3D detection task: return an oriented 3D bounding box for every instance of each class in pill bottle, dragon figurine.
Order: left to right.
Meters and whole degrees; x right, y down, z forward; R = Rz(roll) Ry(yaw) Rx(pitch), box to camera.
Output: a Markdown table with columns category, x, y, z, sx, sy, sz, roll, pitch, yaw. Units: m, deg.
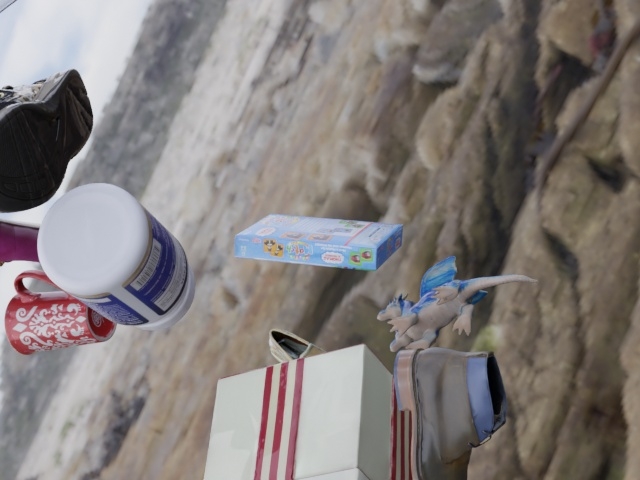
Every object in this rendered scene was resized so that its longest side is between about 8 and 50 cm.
| category | x | y | z | sx | sy | sz | roll | pitch | yaw |
| --- | --- | --- | --- | --- | --- | --- | --- | --- | --- |
| pill bottle | -0.271 | 0.034 | 1.707 | 0.153 | 0.153 | 0.264 | -67 | -18 | -13 |
| dragon figurine | 0.184 | 0.084 | 1.794 | 0.289 | 0.085 | 0.144 | -38 | 10 | 28 |

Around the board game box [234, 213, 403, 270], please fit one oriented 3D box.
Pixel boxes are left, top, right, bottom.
| category | x | y | z | sx | sy | sz | roll | pitch | yaw |
| --- | --- | --- | --- | --- | --- | --- | --- | --- | --- |
| board game box | 0.000 | 0.000 | 1.817 | 0.160 | 0.212 | 0.039 | -37 | -49 | -68 |

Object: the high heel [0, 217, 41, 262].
| category | x | y | z | sx | sy | sz | roll | pitch | yaw |
| --- | --- | --- | --- | --- | --- | --- | --- | --- | --- |
| high heel | -0.462 | 0.043 | 1.922 | 0.181 | 0.377 | 0.127 | -57 | 19 | -13 |

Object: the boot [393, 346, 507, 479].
| category | x | y | z | sx | sy | sz | roll | pitch | yaw |
| --- | --- | --- | --- | --- | --- | --- | --- | --- | --- |
| boot | 0.154 | 0.218 | 1.328 | 0.082 | 0.106 | 0.219 | -27 | -77 | -60 |

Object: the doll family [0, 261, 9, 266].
| category | x | y | z | sx | sy | sz | roll | pitch | yaw |
| --- | --- | --- | --- | --- | --- | --- | --- | --- | --- |
| doll family | -0.591 | -0.001 | 2.183 | 0.076 | 0.111 | 0.193 | -60 | 41 | 18 |

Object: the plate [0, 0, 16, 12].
| category | x | y | z | sx | sy | sz | roll | pitch | yaw |
| --- | --- | --- | --- | --- | --- | --- | --- | --- | --- |
| plate | -0.603 | -0.427 | 1.957 | 0.277 | 0.278 | 0.045 | -52 | -9 | -38 |

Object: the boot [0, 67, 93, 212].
| category | x | y | z | sx | sy | sz | roll | pitch | yaw |
| --- | --- | --- | --- | --- | --- | --- | --- | --- | --- |
| boot | -0.494 | -0.125 | 1.688 | 0.377 | 0.284 | 0.138 | -74 | -27 | -61 |

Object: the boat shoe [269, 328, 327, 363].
| category | x | y | z | sx | sy | sz | roll | pitch | yaw |
| --- | --- | --- | --- | --- | --- | --- | --- | --- | --- |
| boat shoe | -0.015 | 0.209 | 2.122 | 0.068 | 0.190 | 0.072 | -55 | -29 | -22 |

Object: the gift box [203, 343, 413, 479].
| category | x | y | z | sx | sy | sz | roll | pitch | yaw |
| --- | --- | --- | --- | --- | --- | --- | --- | --- | --- |
| gift box | 0.014 | 0.299 | 1.523 | 0.276 | 0.255 | 0.258 | -19 | 46 | 29 |

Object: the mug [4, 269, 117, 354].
| category | x | y | z | sx | sy | sz | roll | pitch | yaw |
| --- | --- | --- | --- | --- | --- | --- | --- | --- | --- |
| mug | -0.457 | 0.129 | 2.143 | 0.150 | 0.169 | 0.113 | 52 | -140 | -47 |
